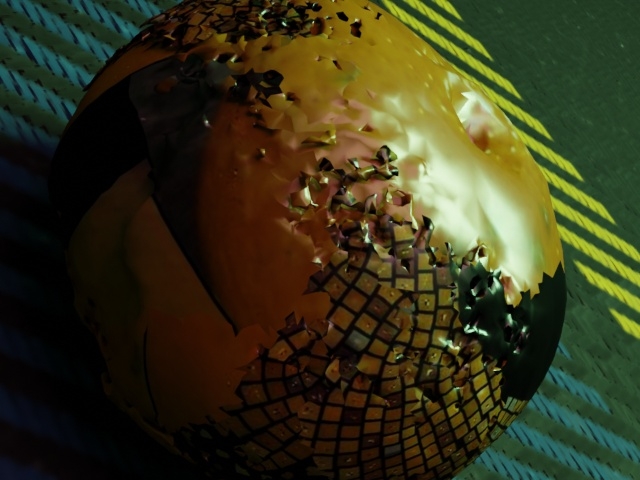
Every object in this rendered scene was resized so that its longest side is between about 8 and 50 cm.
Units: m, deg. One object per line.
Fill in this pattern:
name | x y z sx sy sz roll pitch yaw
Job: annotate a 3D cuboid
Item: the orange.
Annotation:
orange | 0.000 0.000 0.484 0.234 0.182 0.234 37 24 -19
